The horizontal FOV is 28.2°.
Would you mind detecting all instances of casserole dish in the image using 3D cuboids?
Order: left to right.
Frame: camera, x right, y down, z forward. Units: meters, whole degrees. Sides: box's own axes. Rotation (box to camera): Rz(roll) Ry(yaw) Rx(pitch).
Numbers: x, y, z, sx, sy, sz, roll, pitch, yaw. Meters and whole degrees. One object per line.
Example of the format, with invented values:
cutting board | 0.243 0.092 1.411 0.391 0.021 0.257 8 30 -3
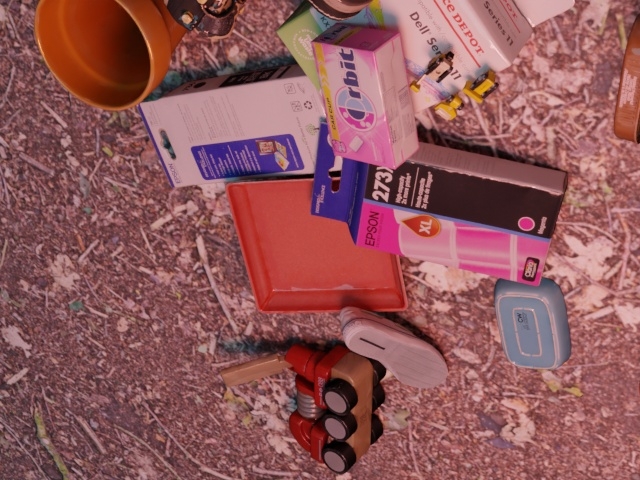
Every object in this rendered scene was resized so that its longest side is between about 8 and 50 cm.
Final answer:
casserole dish | 0.328 0.134 1.995 0.114 0.037 0.188 2 122 27

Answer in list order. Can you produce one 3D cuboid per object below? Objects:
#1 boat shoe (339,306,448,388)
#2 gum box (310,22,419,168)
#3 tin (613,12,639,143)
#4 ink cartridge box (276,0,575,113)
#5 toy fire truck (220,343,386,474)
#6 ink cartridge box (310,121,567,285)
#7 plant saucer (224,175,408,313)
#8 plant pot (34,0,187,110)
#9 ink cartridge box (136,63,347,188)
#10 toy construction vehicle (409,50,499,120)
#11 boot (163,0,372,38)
boat shoe | 0.123 0.166 2.091 0.083 0.075 0.226 -41 129 18
gum box | 0.062 -0.190 1.716 0.107 0.062 0.188 16 132 37
tin | 0.416 -0.215 1.649 0.040 0.106 0.189 15 128 19
ink cartridge box | 0.140 -0.301 1.729 0.353 0.119 0.207 -25 109 38
toy fire truck | -0.031 0.276 2.233 0.246 0.158 0.217 23 132 28
ink cartridge box | 0.165 -0.055 1.891 0.371 0.069 0.175 14 128 9
plant saucer | 0.000 0.000 2.041 0.259 0.047 0.259 -2 125 16
plant pot | -0.286 -0.325 1.896 0.205 0.188 0.205 16 129 21
ink cartridge box | -0.117 -0.178 1.996 0.333 0.065 0.165 -4 121 29
toy construction vehicle | 0.176 -0.208 1.681 0.086 0.035 0.098 32 137 -15
boot | -0.091 -0.382 1.735 0.377 0.138 0.284 54 137 17
